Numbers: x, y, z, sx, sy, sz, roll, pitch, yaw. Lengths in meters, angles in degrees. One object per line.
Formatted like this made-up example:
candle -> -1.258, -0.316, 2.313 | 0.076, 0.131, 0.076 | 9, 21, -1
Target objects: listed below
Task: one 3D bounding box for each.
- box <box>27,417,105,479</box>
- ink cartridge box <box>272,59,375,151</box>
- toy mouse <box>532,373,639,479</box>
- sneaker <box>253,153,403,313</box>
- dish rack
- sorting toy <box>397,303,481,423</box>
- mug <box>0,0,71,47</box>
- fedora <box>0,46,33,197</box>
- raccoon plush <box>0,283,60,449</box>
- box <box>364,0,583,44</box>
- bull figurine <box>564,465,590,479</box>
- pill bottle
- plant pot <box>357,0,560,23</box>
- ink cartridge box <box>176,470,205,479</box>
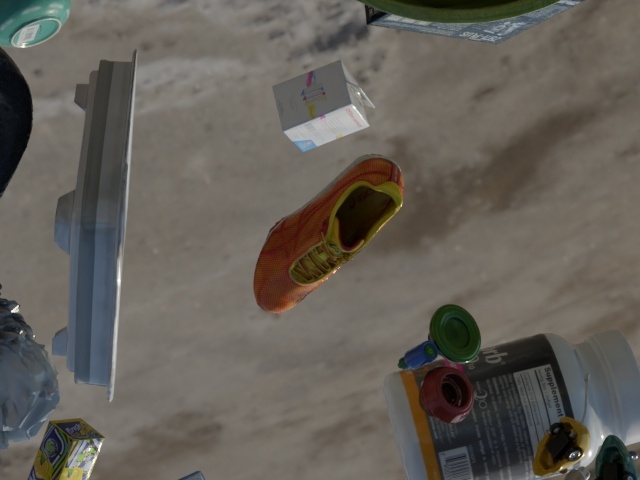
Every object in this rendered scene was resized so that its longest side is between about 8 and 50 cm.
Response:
box -> -0.347, 0.320, 1.856 | 0.059, 0.054, 0.169 | 3, 114, -53
ink cartridge box -> 0.009, -0.224, 2.323 | 0.143, 0.090, 0.092 | -20, 154, 13
toy mouse -> 0.235, 0.223, 1.227 | 0.031, 0.143, 0.161 | 20, 110, -35
sneaker -> 0.000, 0.000, 1.159 | 0.064, 0.067, 0.175 | 33, 117, -16
dish rack -> -0.246, -0.022, 1.547 | 0.072, 0.332, 0.285 | 4, 131, -6
sorting toy -> 0.096, 0.103, 1.164 | 0.061, 0.102, 0.042 | 23, 148, -26
mug -> -0.403, -0.323, 1.944 | 0.129, 0.097, 0.158 | -30, 167, 16
fedora -> -0.413, -0.124, 1.521 | 0.334, 0.152, 0.334 | -54, 162, -27
raccoon plush -> -0.370, -0.004, 1.135 | 0.216, 0.446, 0.299 | -35, 176, 3
box -> 0.157, -0.271, 1.461 | 0.180, 0.077, 0.147 | 2, 166, -33
bull figurine -> 0.199, 0.364, 1.458 | 0.310, 0.101, 0.188 | -49, 168, -15
pill bottle -> 0.221, 0.197, 1.610 | 0.278, 0.162, 0.162 | -14, 162, -1
plant pot -> 0.163, -0.369, 1.057 | 0.366, 0.366, 0.353 | -34, 178, 32
ink cartridge box -> -0.167, 0.219, 0.795 | 0.231, 0.078, 0.134 | -31, 172, 34
